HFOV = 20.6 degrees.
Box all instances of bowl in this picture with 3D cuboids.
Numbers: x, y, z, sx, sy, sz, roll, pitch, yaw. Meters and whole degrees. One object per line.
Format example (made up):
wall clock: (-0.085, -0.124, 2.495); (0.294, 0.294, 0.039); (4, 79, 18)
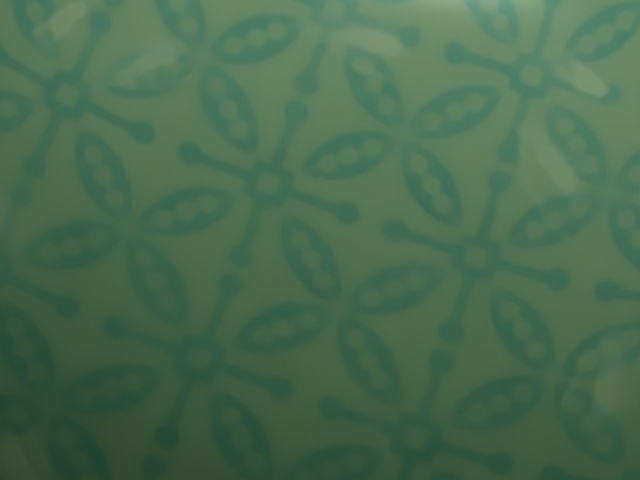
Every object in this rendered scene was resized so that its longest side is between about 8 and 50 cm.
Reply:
bowl: (0.000, 0.000, 0.366); (0.289, 0.289, 0.156); (14, 154, -2)
